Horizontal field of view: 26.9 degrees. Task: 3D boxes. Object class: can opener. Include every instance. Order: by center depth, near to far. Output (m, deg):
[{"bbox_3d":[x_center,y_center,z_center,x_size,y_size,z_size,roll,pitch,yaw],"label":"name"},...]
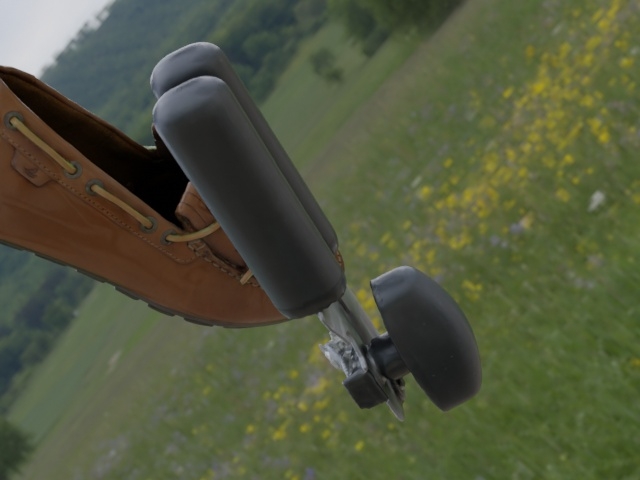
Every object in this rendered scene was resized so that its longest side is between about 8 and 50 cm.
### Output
[{"bbox_3d":[0.000,0.000,0.775,0.093,0.280,0.074,-30,35,11],"label":"can opener"}]

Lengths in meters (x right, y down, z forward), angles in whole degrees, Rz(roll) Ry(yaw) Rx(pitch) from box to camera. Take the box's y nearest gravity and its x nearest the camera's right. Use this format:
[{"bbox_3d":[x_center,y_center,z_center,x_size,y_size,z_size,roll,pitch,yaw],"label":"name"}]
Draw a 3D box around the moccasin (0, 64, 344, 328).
[{"bbox_3d":[-0.123,-0.036,1.064,0.147,0.380,0.139,-51,35,20],"label":"moccasin"}]
